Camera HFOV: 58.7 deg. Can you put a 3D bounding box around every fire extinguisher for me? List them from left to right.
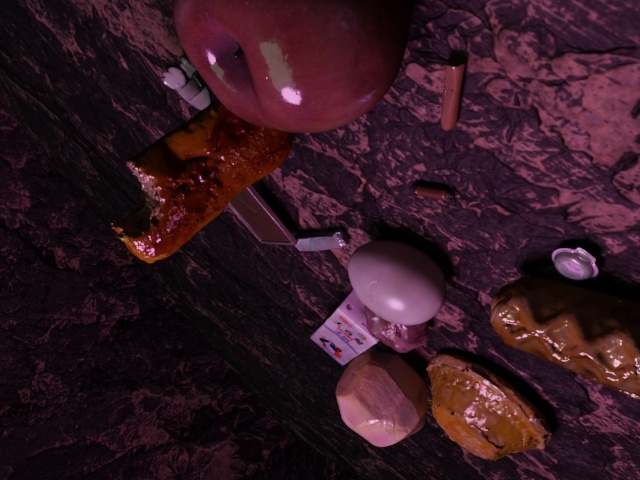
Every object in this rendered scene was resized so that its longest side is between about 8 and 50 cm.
[{"bbox_3d":[0.188,-0.077,0.936,0.083,0.023,0.028,17,109,42],"label":"fire extinguisher"}]

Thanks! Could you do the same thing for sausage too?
[{"bbox_3d":[0.177,-0.194,0.764,0.026,0.026,0.116,30,153,25],"label":"sausage"}]

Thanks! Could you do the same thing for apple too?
[{"bbox_3d":[-0.041,-0.268,0.710,0.306,0.235,0.305,34,153,20],"label":"apple"}]

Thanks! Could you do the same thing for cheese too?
[{"bbox_3d":[0.373,0.041,0.853,0.067,0.026,0.120,36,162,12],"label":"cheese"}]

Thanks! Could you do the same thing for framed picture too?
[{"bbox_3d":[-0.180,-0.084,1.393,0.260,0.023,0.189,51,157,-21],"label":"framed picture"}]

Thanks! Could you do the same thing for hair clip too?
[{"bbox_3d":[-0.267,-0.320,1.181,0.116,0.049,0.172,55,155,-16],"label":"hair clip"}]

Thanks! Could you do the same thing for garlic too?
[{"bbox_3d":[0.167,0.180,1.272,0.147,0.102,0.159,-20,107,42],"label":"garlic"}]

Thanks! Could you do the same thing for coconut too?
[{"bbox_3d":[0.158,0.405,1.424,0.237,0.237,0.197,45,112,-6],"label":"coconut"}]

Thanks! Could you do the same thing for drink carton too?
[{"bbox_3d":[0.079,0.226,1.484,0.131,0.106,0.315,39,155,3],"label":"drink carton"}]

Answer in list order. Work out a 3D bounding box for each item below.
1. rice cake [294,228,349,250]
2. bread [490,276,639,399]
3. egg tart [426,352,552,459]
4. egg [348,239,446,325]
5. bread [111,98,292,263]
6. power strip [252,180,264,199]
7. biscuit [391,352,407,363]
[{"bbox_3d":[0.000,0.000,1.321,0.211,0.034,0.043,-4,120,58],"label":"rice cake"},{"bbox_3d":[0.386,0.135,0.853,0.268,0.129,0.152,19,179,41],"label":"bread"},{"bbox_3d":[0.366,0.404,1.326,0.341,0.132,0.341,34,156,18],"label":"egg tart"},{"bbox_3d":[0.143,0.077,1.099,0.209,0.151,0.151,27,151,34],"label":"egg"},{"bbox_3d":[-0.212,-0.131,1.010,0.109,0.380,0.185,29,154,40],"label":"bread"},{"bbox_3d":[-0.195,-0.144,1.380,0.169,0.028,0.076,30,153,28],"label":"power strip"},{"bbox_3d":[0.176,0.350,1.601,0.061,0.055,0.219,28,156,-9],"label":"biscuit"}]
